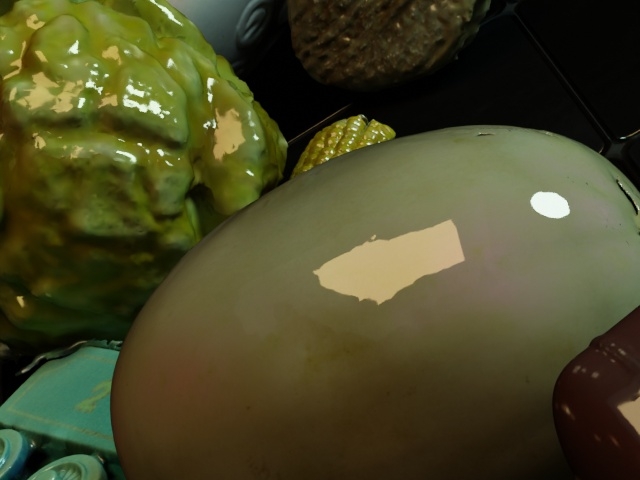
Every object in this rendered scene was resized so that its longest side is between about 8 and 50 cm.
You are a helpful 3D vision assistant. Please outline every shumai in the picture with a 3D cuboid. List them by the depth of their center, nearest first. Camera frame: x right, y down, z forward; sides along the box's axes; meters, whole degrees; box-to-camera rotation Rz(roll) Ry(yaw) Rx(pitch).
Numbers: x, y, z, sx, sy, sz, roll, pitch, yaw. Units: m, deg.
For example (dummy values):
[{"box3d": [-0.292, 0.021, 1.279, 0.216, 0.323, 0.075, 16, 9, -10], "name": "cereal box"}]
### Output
[{"box3d": [0.072, -0.219, 1.237, 0.209, 0.161, 0.153, -46, -2, 32], "name": "shumai"}]

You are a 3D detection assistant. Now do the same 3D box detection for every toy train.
[{"box3d": [-0.139, 0.149, 0.963, 0.203, 0.112, 0.163, 6, 45, 47], "name": "toy train"}]

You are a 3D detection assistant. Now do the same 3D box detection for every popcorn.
[{"box3d": [-0.172, -0.043, 1.090, 0.282, 0.247, 0.282, -22, 63, 52], "name": "popcorn"}]

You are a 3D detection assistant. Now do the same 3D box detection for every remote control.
[{"box3d": [-0.058, -0.236, 1.320, 0.332, 0.103, 0.221, -54, -7, -12], "name": "remote control"}]

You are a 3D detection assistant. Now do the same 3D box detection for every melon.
[{"box3d": [0.043, 0.063, 0.789, 0.317, 0.223, 0.223, -25, 33, 19], "name": "melon"}]

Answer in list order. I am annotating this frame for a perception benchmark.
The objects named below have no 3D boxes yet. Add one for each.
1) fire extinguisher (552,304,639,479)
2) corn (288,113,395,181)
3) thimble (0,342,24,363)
[{"box3d": [0.196, 0.039, 0.581, 0.337, 0.114, 0.135, -38, -3, -1], "name": "fire extinguisher"}, {"box3d": [0.000, 0.000, 1.053, 0.080, 0.080, 0.238, -12, 38, 34], "name": "corn"}, {"box3d": [-0.247, 0.048, 1.220, 0.062, 0.084, 0.110, -18, 52, 34], "name": "thimble"}]
